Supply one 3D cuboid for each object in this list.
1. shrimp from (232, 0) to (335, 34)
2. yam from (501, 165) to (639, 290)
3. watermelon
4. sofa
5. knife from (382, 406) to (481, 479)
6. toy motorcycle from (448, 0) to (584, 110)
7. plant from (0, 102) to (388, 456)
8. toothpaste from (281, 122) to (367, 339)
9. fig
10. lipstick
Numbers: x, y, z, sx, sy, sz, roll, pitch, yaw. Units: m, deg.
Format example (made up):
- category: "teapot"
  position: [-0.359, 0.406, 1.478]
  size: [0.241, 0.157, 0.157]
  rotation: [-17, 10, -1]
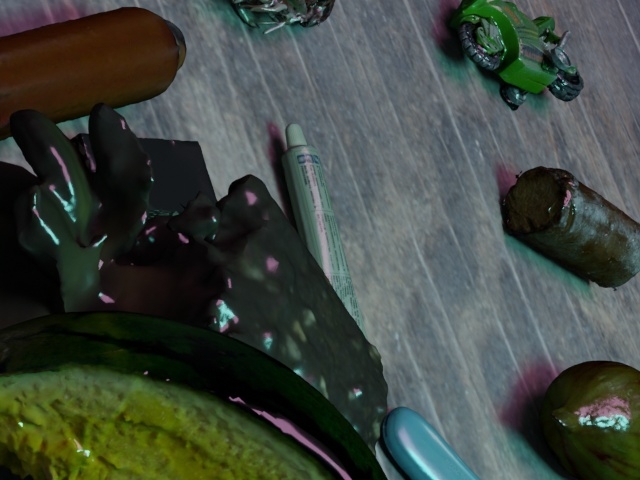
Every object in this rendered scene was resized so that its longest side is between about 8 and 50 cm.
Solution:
- category: "shrimp"
  position: [-0.038, -0.202, 1.377]
  size: [0.056, 0.065, 0.165]
  rotation: [38, 31, 27]
- category: "yam"
  position: [0.241, -0.011, 1.574]
  size: [0.141, 0.079, 0.079]
  rotation: [31, 44, -37]
- category: "watermelon"
  position: [-0.045, 0.124, 0.843]
  size: [0.301, 0.129, 0.123]
  rotation: [42, 5, -17]
- category: "sofa"
  position: [-0.126, -0.038, 1.160]
  size: [0.118, 0.039, 0.060]
  rotation: [0, 65, -51]
- category: "knife"
  position: [0.125, 0.209, 1.306]
  size: [0.222, 0.031, 0.064]
  rotation: [44, 41, -16]
- category: "toy motorcycle"
  position: [0.187, -0.193, 1.653]
  size: [0.190, 0.074, 0.106]
  rotation: [12, 48, -48]
- category: "plant"
  position: [-0.098, 0.051, 0.995]
  size: [0.276, 0.188, 0.199]
  rotation: [42, 36, -26]
- category: "toothpaste"
  position: [0.000, 0.000, 1.302]
  size: [0.048, 0.029, 0.197]
  rotation: [5, 64, -47]
- category: "fig"
  position: [0.232, 0.155, 1.418]
  size: [0.109, 0.103, 0.155]
  rotation: [47, 21, 21]
- category: "lipstick"
  position: [-0.215, -0.091, 1.053]
  size: [0.418, 0.077, 0.077]
  rotation: [-25, 86, -57]
